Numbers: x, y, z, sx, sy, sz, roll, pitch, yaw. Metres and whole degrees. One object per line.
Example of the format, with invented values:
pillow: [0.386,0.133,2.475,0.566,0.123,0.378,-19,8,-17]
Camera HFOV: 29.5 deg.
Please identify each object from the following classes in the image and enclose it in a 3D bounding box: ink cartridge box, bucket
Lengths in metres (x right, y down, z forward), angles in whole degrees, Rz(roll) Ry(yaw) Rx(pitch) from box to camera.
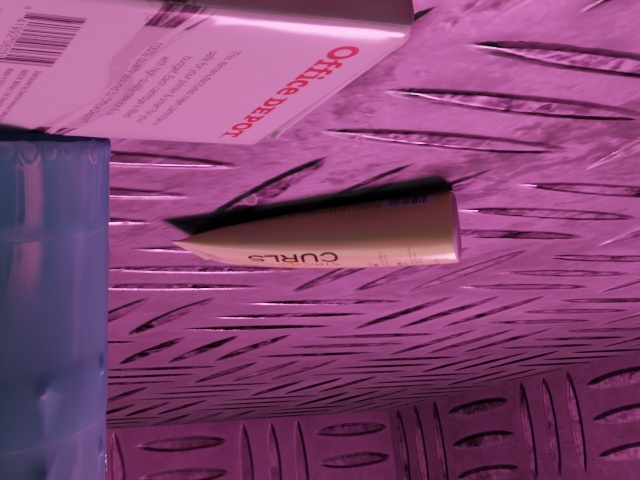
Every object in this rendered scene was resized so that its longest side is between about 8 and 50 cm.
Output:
ink cartridge box: [-0.088,-0.101,0.483,0.203,0.086,0.148,0,166,-30]
bucket: [-0.230,0.029,0.595,0.281,0.183,0.281,5,-173,-1]

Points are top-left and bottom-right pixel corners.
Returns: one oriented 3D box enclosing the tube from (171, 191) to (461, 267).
tube: [0.000,0.000,1.051,0.240,0.062,0.070,-4,128,11]
